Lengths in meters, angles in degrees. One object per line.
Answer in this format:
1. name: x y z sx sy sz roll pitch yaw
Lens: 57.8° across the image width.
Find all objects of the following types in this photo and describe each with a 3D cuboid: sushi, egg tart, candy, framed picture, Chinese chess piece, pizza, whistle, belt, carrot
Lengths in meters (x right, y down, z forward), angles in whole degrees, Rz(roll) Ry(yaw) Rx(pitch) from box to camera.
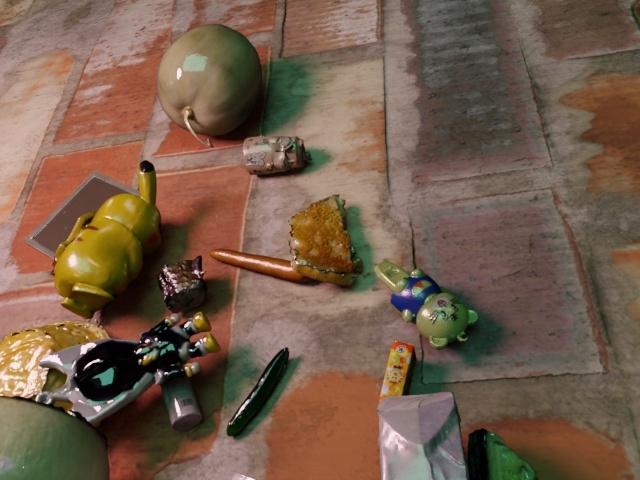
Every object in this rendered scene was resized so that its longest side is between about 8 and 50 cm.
1. sushi: -0.277 0.093 1.185 0.098 0.094 0.084 -17 54 -18
2. egg tart: -0.553 0.276 1.099 0.342 0.132 0.341 -8 53 11
3. candy: 0.132 0.238 0.981 0.038 0.062 0.121 6 56 20
4. framed picture: -0.581 -0.055 1.428 0.197 0.014 0.252 23 63 29
5. Chinese chess piece: -0.504 0.364 0.880 0.350 0.349 0.146 -10 46 8
6. pizza: 0.000 0.000 1.181 0.147 0.069 0.226 -1 51 -17
7. whistle: 0.183 0.107 1.051 0.105 0.085 0.227 -31 51 -20
8. belt: 0.150 0.381 0.776 0.117 0.212 0.346 -9 57 11
9. carrot: -0.129 0.048 1.210 0.248 0.043 0.043 12 58 25

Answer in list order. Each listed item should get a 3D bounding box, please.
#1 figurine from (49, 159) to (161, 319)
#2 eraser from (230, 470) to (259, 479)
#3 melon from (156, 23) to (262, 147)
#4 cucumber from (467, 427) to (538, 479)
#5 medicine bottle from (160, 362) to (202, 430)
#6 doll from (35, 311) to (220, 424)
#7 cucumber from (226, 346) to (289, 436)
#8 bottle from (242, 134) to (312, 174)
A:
1. figurine: -0.451 0.007 1.249 0.218 0.169 0.326 -30 25 42
2. eraser: -0.106 0.498 0.833 0.174 0.094 0.270 13 58 24
3. melon: -0.275 -0.398 1.451 0.272 0.271 0.308 9 29 21
4. cucumber: 0.259 0.381 0.830 0.086 0.115 0.192 -38 42 44
5. medicine bottle: -0.275 0.255 1.084 0.058 0.057 0.199 -28 52 -6
6. doll: -0.341 0.219 1.025 0.317 0.103 0.145 -23 81 -13
7. cucumber: -0.108 0.273 1.042 0.036 0.033 0.184 34 67 6
8. bottle: -0.098 -0.204 1.355 0.152 0.099 0.098 -2 54 13
